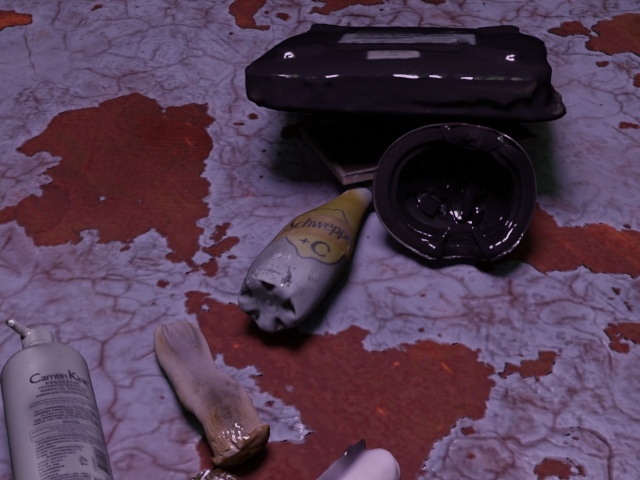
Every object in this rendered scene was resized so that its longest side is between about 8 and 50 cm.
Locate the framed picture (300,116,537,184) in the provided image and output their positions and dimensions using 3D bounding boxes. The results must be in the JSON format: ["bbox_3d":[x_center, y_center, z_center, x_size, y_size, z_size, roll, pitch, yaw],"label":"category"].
[{"bbox_3d":[0.118,-0.131,1.313,0.250,0.016,0.184,-14,27,-13],"label":"framed picture"}]

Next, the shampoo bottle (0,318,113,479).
[{"bbox_3d":[-0.244,0.176,0.968,0.085,0.085,0.262,-13,43,-13],"label":"shampoo bottle"}]

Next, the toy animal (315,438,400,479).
[{"bbox_3d":[0.063,0.289,0.728,0.289,0.249,0.174,8,9,24],"label":"toy animal"}]

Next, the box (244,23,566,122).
[{"bbox_3d":[0.108,-0.207,1.287,0.359,0.091,0.350,2,17,7],"label":"box"}]

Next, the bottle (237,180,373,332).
[{"bbox_3d":[0.000,0.000,1.161,0.083,0.083,0.269,16,37,18],"label":"bottle"}]

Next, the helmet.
[{"bbox_3d":[0.156,-0.062,1.185,0.177,0.153,0.107,8,17,15],"label":"helmet"}]

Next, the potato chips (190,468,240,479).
[{"bbox_3d":[-0.023,0.255,0.920,0.209,0.026,0.142,29,48,29],"label":"potato chips"}]

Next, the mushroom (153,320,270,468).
[{"bbox_3d":[-0.113,0.145,1.030,0.059,0.054,0.202,-17,39,-25],"label":"mushroom"}]
